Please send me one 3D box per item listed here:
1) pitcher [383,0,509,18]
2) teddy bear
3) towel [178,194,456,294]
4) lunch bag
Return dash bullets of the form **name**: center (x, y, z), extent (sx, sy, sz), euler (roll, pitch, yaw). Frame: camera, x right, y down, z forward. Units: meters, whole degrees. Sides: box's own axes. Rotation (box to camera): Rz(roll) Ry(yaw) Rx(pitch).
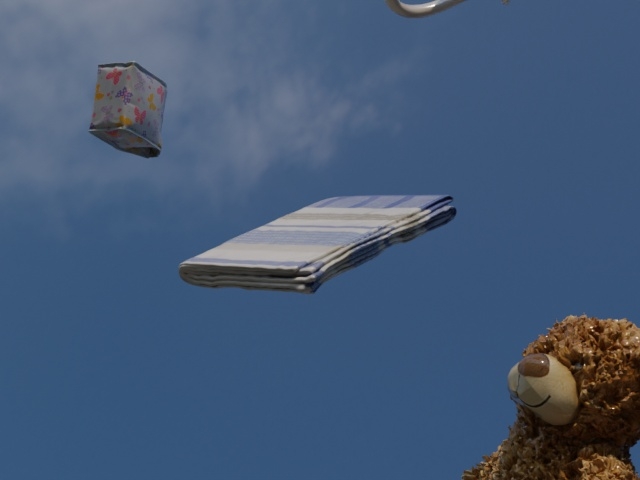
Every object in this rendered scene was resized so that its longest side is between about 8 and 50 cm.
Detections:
- **pitcher**: center (0.165, -0.273, 1.156), extent (0.207, 0.125, 0.177), euler (8, -58, -32)
- **teddy bear**: center (0.179, 0.221, 1.033), extent (0.113, 0.245, 0.337), euler (16, -71, -6)
- **towel**: center (0.000, 0.000, 1.438), extent (0.209, 0.285, 0.034), euler (2, -71, 41)
- **lunch bag**: center (-0.176, -0.121, 1.178), extent (0.053, 0.083, 0.071), euler (-1, -104, 26)
